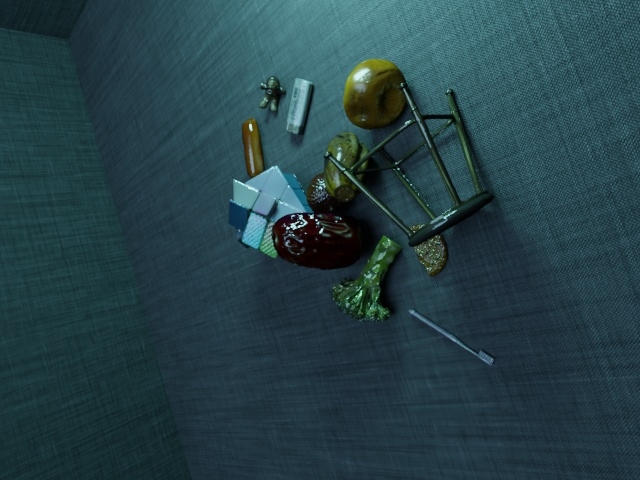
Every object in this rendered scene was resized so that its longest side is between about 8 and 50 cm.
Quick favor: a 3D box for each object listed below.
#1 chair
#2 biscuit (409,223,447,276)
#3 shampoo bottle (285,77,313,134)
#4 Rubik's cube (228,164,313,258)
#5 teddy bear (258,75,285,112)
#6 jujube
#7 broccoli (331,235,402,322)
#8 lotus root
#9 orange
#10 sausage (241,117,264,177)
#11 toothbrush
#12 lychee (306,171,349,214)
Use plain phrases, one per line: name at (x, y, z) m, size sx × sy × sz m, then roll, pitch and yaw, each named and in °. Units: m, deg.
chair at (0.326, -0.222, 1.447) m, size 0.362 × 0.364 × 0.410 m, roll -36°, pitch 80°, yaw 39°
biscuit at (0.403, 0.025, 1.632) m, size 0.126 × 0.025 × 0.206 m, roll -35°, pitch 76°, yaw 40°
shampoo bottle at (-0.095, -0.584, 1.927) m, size 0.086 × 0.055 × 0.228 m, roll 28°, pitch 116°, yaw 32°
Rubik's cube at (-0.215, -0.108, 1.953) m, size 0.368 × 0.358 × 0.387 m, roll -30°, pitch 75°, yaw -2°
teddy bear at (-0.220, -0.674, 2.010) m, size 0.119 × 0.078 × 0.160 m, roll 16°, pitch 132°, yaw -6°
jujube at (0.000, 0.000, 1.737) m, size 0.258 × 0.376 × 0.259 m, roll 176°, pitch 90°, yaw -69°
broccoli at (0.210, 0.166, 1.738) m, size 0.361 × 0.221 × 0.252 m, roll -53°, pitch 29°, yaw 34°
lotus root at (0.097, -0.281, 1.669) m, size 0.193 × 0.193 × 0.291 m, roll -21°, pitch 46°, yaw 42°
orange at (0.180, -0.530, 1.593) m, size 0.183 × 0.248 × 0.249 m, roll 47°, pitch 127°, yaw 44°
sausage at (-0.329, -0.446, 2.143) m, size 0.089 × 0.083 × 0.300 m, roll -8°, pitch 92°, yaw 54°
toothbrush at (0.478, 0.347, 1.632) m, size 0.354 × 0.024 × 0.029 m, roll 31°, pitch 112°, yaw 33°
lychee at (0.032, -0.193, 1.812) m, size 0.194 × 0.194 × 0.195 m, roll 10°, pitch 105°, yaw 40°
